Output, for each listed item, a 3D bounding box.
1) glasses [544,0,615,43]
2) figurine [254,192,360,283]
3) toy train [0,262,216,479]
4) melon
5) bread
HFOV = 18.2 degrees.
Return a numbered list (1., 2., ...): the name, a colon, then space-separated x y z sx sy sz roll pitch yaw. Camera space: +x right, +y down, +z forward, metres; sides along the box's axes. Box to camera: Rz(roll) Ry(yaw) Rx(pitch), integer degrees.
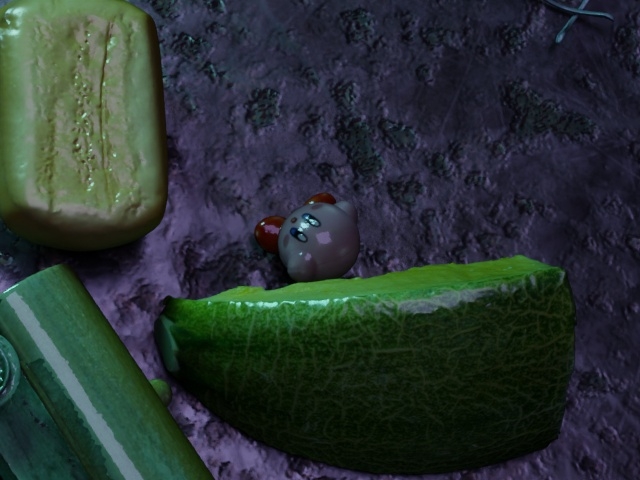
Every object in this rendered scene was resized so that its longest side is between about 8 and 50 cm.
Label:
1. glasses: 0.217 -0.232 1.793 0.140 0.062 0.104 -14 97 -18
2. figurine: 0.000 0.000 1.635 0.083 0.071 0.067 -40 126 -15
3. toy train: -0.184 0.154 1.503 0.189 0.126 0.307 -31 81 -22
4. melon: 0.033 0.097 1.585 0.323 0.196 0.124 -3 37 -7
5. bread: -0.197 -0.092 1.601 0.147 0.098 0.217 3 73 -14
